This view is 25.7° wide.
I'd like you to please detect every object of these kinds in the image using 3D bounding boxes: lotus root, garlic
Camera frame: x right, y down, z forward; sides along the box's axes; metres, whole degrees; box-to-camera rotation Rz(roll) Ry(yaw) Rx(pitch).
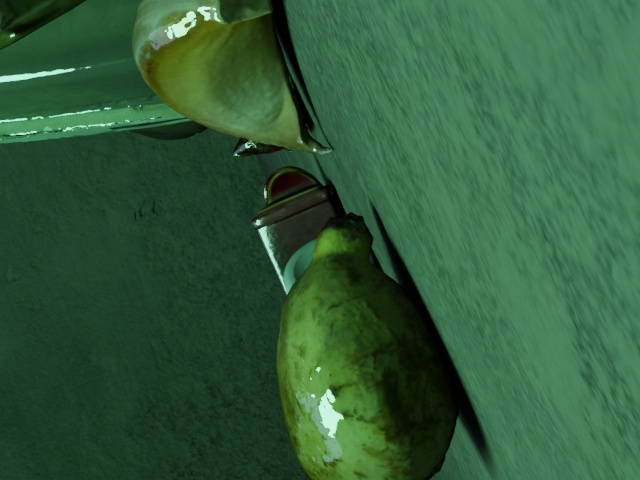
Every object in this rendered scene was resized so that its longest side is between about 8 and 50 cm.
[{"bbox_3d":[0.028,0.089,1.011,0.138,0.138,0.214,80,177,-77],"label":"lotus root"},{"bbox_3d":[-0.074,-0.157,1.097,0.206,0.128,0.115,60,-154,-56],"label":"garlic"}]

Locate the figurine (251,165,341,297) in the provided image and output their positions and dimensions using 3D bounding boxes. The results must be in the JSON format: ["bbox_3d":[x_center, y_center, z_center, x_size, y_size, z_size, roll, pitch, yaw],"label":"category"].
[{"bbox_3d":[-0.001,0.000,1.327,0.154,0.082,0.098,66,-164,-3],"label":"figurine"}]

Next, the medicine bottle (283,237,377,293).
[{"bbox_3d":[0.022,0.064,1.225,0.080,0.080,0.130,-117,4,-47],"label":"medicine bottle"}]

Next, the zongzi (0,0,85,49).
[{"bbox_3d":[-0.102,-0.166,0.514,0.094,0.205,0.204,54,170,17],"label":"zongzi"}]

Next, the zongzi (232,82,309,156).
[{"bbox_3d":[-0.031,-0.103,1.248,0.083,0.073,0.067,-42,66,45],"label":"zongzi"}]

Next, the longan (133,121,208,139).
[{"bbox_3d":[-0.159,-0.195,1.420,0.198,0.198,0.212,66,-173,10],"label":"longan"}]

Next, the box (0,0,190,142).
[{"bbox_3d":[-0.223,-0.200,1.240,0.166,0.290,0.220,36,-131,-72],"label":"box"}]
